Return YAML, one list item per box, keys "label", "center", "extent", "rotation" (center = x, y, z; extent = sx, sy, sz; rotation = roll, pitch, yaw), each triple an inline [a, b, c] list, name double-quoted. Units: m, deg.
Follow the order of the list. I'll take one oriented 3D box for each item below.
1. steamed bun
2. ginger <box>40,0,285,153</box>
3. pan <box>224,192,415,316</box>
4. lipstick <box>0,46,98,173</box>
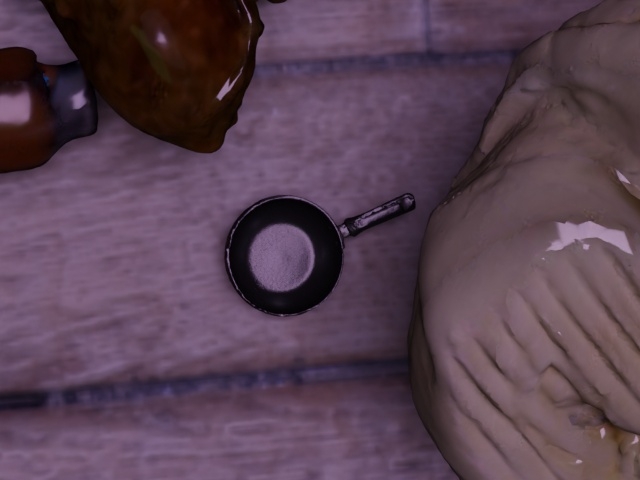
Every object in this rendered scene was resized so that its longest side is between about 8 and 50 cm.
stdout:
- label: "steamed bun"
  center: [0.219, 0.004, 0.947]
  extent: [0.339, 0.247, 0.352]
  rotation: [28, 119, -19]
- label: "ginger"
  center: [-0.140, -0.264, 0.925]
  extent: [0.418, 0.176, 0.254]
  rotation: [42, 73, -9]
- label: "pan"
  center: [0.000, 0.000, 1.014]
  extent: [0.115, 0.023, 0.068]
  rotation: [-22, 92, -8]
- label: "lipstick"
  center: [-0.326, -0.045, 0.928]
  extent: [0.418, 0.077, 0.077]
  rotation: [-10, 90, -12]
